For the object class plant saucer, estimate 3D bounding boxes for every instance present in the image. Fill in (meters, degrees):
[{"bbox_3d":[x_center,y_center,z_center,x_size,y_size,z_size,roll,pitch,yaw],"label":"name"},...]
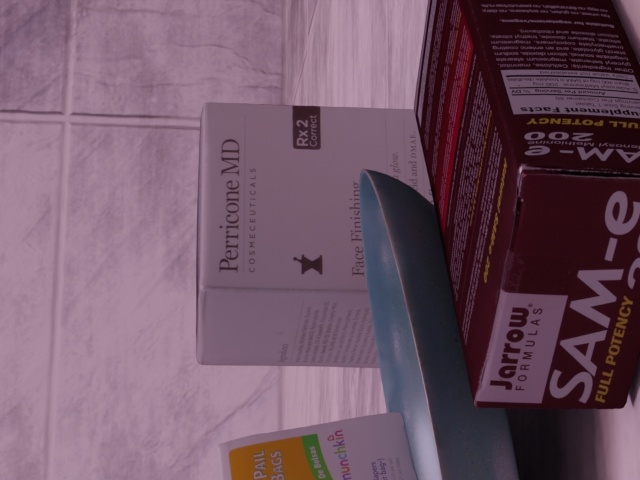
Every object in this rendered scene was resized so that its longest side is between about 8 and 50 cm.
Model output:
[{"bbox_3d":[0.069,0.113,0.794,0.317,0.044,0.317,171,90,-88],"label":"plant saucer"}]

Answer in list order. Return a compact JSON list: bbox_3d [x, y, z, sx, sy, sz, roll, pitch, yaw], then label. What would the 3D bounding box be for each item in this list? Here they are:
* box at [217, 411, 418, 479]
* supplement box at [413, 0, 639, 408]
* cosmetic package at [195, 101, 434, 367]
[{"bbox_3d":[0.011,0.205,0.787,0.114,0.103,0.203,-102,2,-45],"label":"box"},{"bbox_3d":[0.097,-0.049,0.667,0.239,0.073,0.130,-94,8,-51],"label":"supplement box"},{"bbox_3d":[0.000,0.000,1.052,0.151,0.184,0.151,104,166,-64],"label":"cosmetic package"}]
